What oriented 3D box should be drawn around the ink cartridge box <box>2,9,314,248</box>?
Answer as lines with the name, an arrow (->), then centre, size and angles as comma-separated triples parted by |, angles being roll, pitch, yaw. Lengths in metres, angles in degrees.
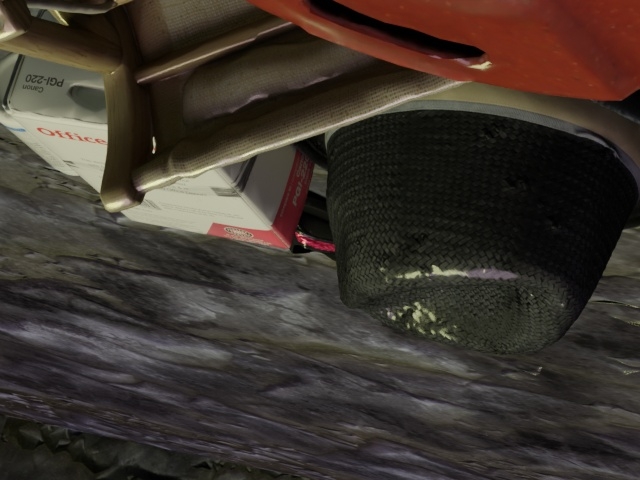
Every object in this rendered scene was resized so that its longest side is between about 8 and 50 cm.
ink cartridge box -> -0.116, -0.083, 1.129 | 0.158, 0.092, 0.218 | 10, 164, 23

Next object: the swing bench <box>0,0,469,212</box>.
swing bench -> -0.058, -0.154, 0.611 | 0.253, 0.165, 0.254 | -16, 152, 27

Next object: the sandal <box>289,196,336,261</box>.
sandal -> 0.000, 0.000, 1.374 | 0.067, 0.040, 0.179 | 6, 160, 33

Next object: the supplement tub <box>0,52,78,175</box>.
supplement tub -> -0.216, -0.104, 1.194 | 0.071, 0.071, 0.107 | 10, 162, 22

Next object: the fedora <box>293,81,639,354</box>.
fedora -> 0.100, -0.013, 1.041 | 0.334, 0.153, 0.334 | 15, 163, 5

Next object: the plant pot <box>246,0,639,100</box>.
plant pot -> 0.064, -0.188, 0.306 | 0.272, 0.265, 0.272 | 15, 164, 4
